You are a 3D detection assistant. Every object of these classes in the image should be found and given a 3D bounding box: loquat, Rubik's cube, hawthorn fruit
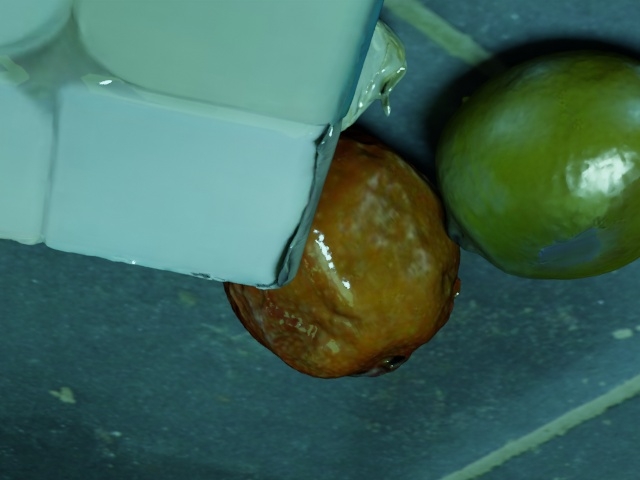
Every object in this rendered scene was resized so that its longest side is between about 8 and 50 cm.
[{"bbox_3d":[0.165,-0.048,1.007,0.195,0.152,0.152,-27,131,22],"label":"loquat"},{"bbox_3d":[-0.130,-0.232,0.663,0.347,0.344,0.347,11,139,-8],"label":"Rubik's cube"},{"bbox_3d":[0.010,0.009,1.072,0.173,0.173,0.179,0,152,7],"label":"hawthorn fruit"}]

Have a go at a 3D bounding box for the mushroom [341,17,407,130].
[{"bbox_3d":[-0.083,-0.129,0.975,0.278,0.096,0.099,14,138,-4],"label":"mushroom"}]
